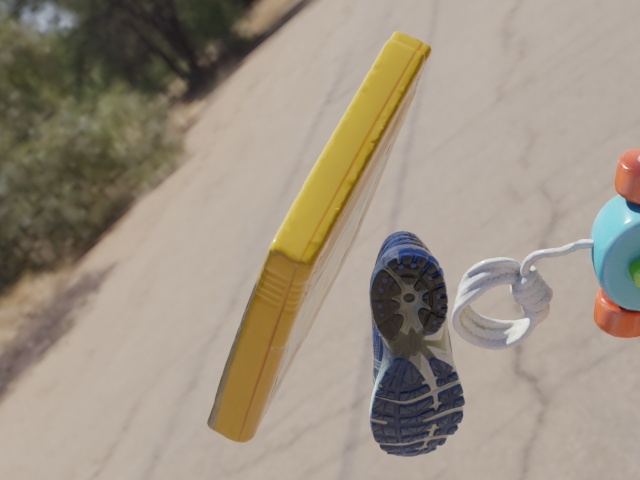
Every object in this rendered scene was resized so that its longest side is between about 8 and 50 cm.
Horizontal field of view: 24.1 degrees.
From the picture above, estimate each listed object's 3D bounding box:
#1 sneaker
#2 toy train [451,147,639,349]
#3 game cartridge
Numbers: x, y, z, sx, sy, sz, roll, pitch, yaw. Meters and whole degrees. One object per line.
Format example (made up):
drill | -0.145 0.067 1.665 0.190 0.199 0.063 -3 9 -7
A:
sneaker | 0.050 0.055 0.816 0.052 0.135 0.058 -1 28 -2
toy train | 0.126 0.048 0.457 0.125 0.166 0.046 -44 24 21
game cartridge | 0.000 0.000 1.355 0.285 0.052 0.324 -62 -3 -34
